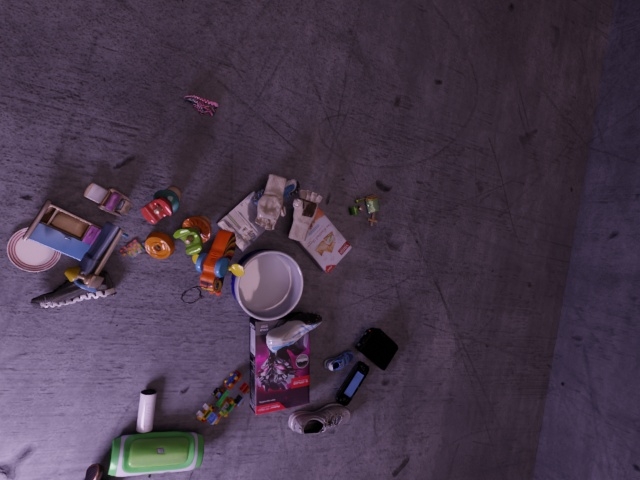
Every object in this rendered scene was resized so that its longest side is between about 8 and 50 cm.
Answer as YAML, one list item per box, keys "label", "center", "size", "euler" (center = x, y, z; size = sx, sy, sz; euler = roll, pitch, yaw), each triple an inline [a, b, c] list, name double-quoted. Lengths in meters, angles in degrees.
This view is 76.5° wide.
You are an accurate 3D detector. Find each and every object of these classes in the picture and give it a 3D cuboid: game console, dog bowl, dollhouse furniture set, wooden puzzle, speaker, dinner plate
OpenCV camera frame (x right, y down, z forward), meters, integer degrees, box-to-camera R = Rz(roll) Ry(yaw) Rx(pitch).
- label: "game console"
  center: [0.195, 0.567, 1.794]
  size: [0.213, 0.044, 0.361]
  euler: [44, 75, -33]
- label: "dog bowl"
  center: [-0.205, 0.164, 1.556]
  size: [0.265, 0.104, 0.265]
  euler: [-2, 96, -26]
- label: "dollhouse furniture set"
  center: [-0.691, -0.041, 1.178]
  size: [0.198, 0.303, 0.286]
  euler: [34, 79, -36]
- label: "dollhouse furniture set"
  center: [0.199, -0.149, 1.745]
  size: [0.151, 0.058, 0.076]
  euler: [-17, 96, -20]
- label: "wooden puzzle"
  center: [-0.639, 0.029, 1.390]
  size: [0.083, 0.006, 0.049]
  euler: [-40, 109, -18]
- label: "speaker"
  center: [-0.568, 0.741, 1.417]
  size: [0.296, 0.131, 0.131]
  euler: [10, 90, -26]
- label: "dinner plate"
  center: [-0.888, 0.027, 1.265]
  size: [0.141, 0.017, 0.141]
  euler: [-2, 94, -25]
- label: "speaker"
  center: [-0.609, 0.595, 1.424]
  size: [0.055, 0.055, 0.136]
  euler: [6, 92, -26]

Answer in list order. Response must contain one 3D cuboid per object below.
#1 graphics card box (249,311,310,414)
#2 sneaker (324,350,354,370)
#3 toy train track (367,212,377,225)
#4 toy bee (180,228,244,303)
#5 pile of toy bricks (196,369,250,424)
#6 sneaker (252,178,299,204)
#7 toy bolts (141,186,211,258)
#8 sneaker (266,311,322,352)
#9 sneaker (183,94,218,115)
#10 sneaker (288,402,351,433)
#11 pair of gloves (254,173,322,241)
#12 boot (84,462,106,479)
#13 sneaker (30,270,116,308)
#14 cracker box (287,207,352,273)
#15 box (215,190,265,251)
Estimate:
- label: "graphics card box"
  center: [-0.160, 0.479, 1.609]
  size: [0.232, 0.094, 0.371]
  euler: [0, 93, -25]
- label: "sneaker"
  center: [0.089, 0.523, 1.752]
  size: [0.144, 0.059, 0.053]
  euler: [-18, 100, -26]
- label: "toy train track"
  center: [0.231, -0.106, 1.796]
  size: [0.048, 0.014, 0.083]
  euler: [14, 82, -19]
- label: "toy bee"
  center: [-0.386, 0.113, 1.442]
  size: [0.298, 0.195, 0.162]
  euler: [-46, 154, -25]
- label: "pile of toy bricks"
  center: [-0.348, 0.613, 1.536]
  size: [0.212, 0.118, 0.105]
  euler: [-49, 145, -24]
- label: "sneaker"
  center: [-0.176, -0.182, 1.553]
  size: [0.190, 0.083, 0.071]
  euler: [-23, 111, -25]
- label: "toy bolts"
  center: [-0.510, -0.069, 1.404]
  size: [0.218, 0.158, 0.228]
  euler: [-17, 118, 17]
- label: "sneaker"
  center: [-0.098, 0.345, 1.543]
  size: [0.237, 0.085, 0.086]
  euler: [-21, 127, -27]
- label: "sneaker"
  center: [-0.424, -0.475, 1.436]
  size: [0.119, 0.047, 0.057]
  euler: [12, 100, -25]
- label: "sneaker"
  center: [0.013, 0.767, 1.703]
  size: [0.281, 0.115, 0.105]
  euler: [-2, 95, -26]
- label: "pair of gloves"
  center: [-0.121, -0.118, 1.523]
  size: [0.240, 0.042, 0.204]
  euler: [23, 88, -29]
- label: "boot"
  center: [-0.728, 0.806, 1.346]
  size: [0.106, 0.082, 0.219]
  euler: [19, 119, -35]
- label: "sneaker"
  center: [-0.786, 0.148, 1.294]
  size: [0.234, 0.078, 0.106]
  euler: [-11, 96, -28]
- label: "cracker box"
  center: [0.000, 0.000, 1.662]
  size: [0.156, 0.067, 0.232]
  euler: [-47, 112, -14]
- label: "box"
  center: [-0.278, -0.074, 1.539]
  size: [0.186, 0.038, 0.145]
  euler: [-45, 111, -15]
